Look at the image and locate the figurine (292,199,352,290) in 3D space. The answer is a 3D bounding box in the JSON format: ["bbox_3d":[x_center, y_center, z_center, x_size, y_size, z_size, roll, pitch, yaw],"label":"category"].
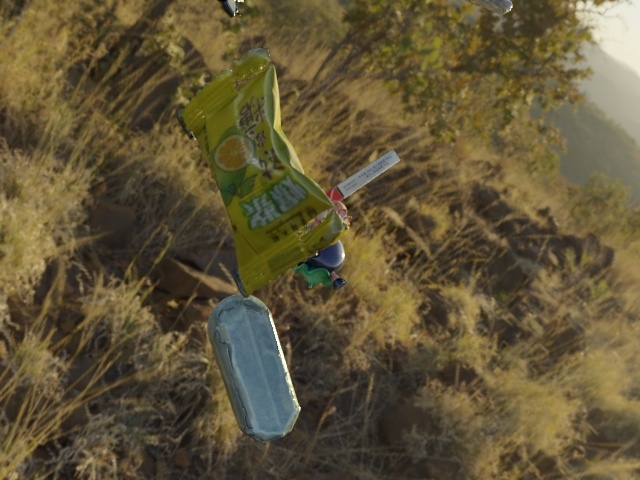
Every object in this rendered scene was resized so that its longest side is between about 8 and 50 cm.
[{"bbox_3d":[0.000,0.000,1.265,0.111,0.102,0.195,38,46,-30],"label":"figurine"}]

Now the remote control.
[{"bbox_3d":[-0.101,0.201,1.045,0.104,0.247,0.052,-21,17,-18],"label":"remote control"}]

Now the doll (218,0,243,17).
[{"bbox_3d":[-0.220,-0.535,1.312,0.219,0.067,0.091,49,29,-23],"label":"doll"}]

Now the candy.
[{"bbox_3d":[-0.091,-0.095,0.903,0.081,0.187,0.297,-2,64,-60],"label":"candy"}]

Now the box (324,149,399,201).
[{"bbox_3d":[0.054,-0.114,1.500,0.245,0.139,0.035,-34,93,-24],"label":"box"}]

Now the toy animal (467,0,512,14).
[{"bbox_3d":[0.344,-0.710,1.516,0.266,0.307,0.188,15,-13,6],"label":"toy animal"}]
